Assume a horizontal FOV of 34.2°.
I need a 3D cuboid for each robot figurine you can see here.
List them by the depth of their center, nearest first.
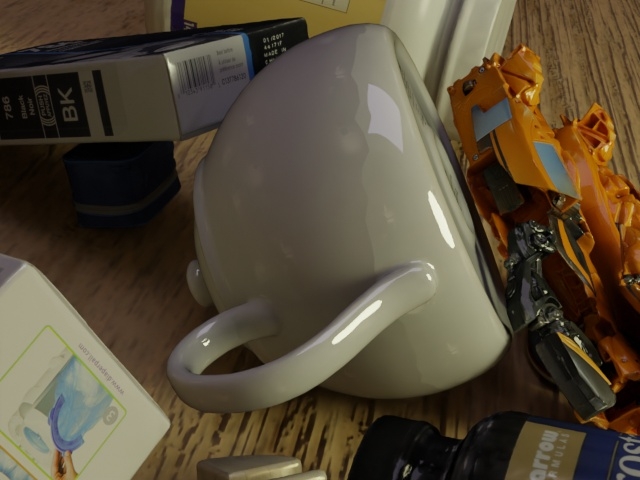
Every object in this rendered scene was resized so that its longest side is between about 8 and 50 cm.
[{"bbox_3d":[0.183,0.010,0.697,0.211,0.085,0.291,24,38,-41],"label":"robot figurine"}]

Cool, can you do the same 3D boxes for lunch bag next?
[{"bbox_3d":[-0.152,-0.050,0.816,0.067,0.065,0.098,3,26,17],"label":"lunch bag"}]

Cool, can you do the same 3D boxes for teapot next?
[{"bbox_3d":[0.000,0.000,0.658,0.187,0.256,0.253,-21,65,12],"label":"teapot"}]

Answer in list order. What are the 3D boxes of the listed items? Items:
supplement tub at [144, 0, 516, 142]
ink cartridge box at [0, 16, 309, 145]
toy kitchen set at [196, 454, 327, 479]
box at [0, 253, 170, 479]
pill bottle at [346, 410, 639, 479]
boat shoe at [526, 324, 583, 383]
[{"bbox_3d":[0.018,-0.241,1.047,0.331,0.241,0.241,18,29,11],"label":"supplement tub"},{"bbox_3d":[-0.184,-0.118,0.801,0.332,0.065,0.165,0,19,34],"label":"ink cartridge box"},{"bbox_3d":[-0.045,0.170,0.403,0.166,0.122,0.207,-6,1,-28],"label":"toy kitchen set"},{"bbox_3d":[-0.172,0.103,0.369,0.114,0.103,0.203,12,55,39],"label":"box"},{"bbox_3d":[0.124,0.148,0.482,0.219,0.123,0.123,8,26,21],"label":"pill bottle"},{"bbox_3d":[0.181,0.058,0.771,0.049,0.043,0.137,14,29,0],"label":"boat shoe"}]
